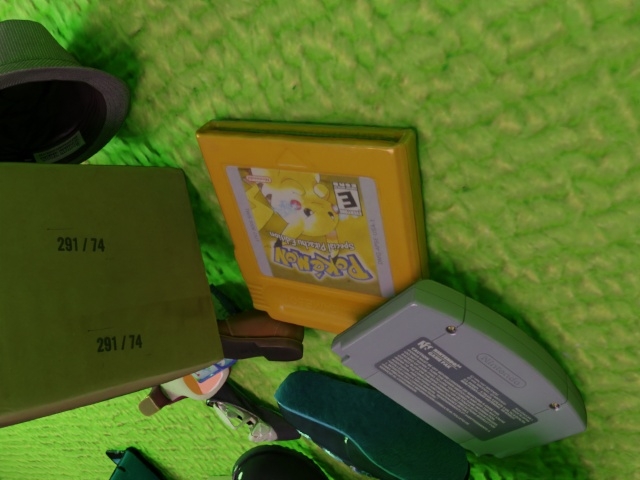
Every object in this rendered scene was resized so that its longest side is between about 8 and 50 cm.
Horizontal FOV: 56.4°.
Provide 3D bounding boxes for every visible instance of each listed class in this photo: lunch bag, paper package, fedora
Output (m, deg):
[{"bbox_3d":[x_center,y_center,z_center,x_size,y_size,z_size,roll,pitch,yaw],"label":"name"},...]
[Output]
[{"bbox_3d":[-0.190,0.155,1.017,0.151,0.096,0.129,-34,101,32],"label":"lunch bag"},{"bbox_3d":[-0.328,0.062,0.790,0.168,0.324,0.310,-18,82,41],"label":"paper package"},{"bbox_3d":[-0.388,-0.192,0.787,0.124,0.243,0.275,65,148,13],"label":"fedora"}]

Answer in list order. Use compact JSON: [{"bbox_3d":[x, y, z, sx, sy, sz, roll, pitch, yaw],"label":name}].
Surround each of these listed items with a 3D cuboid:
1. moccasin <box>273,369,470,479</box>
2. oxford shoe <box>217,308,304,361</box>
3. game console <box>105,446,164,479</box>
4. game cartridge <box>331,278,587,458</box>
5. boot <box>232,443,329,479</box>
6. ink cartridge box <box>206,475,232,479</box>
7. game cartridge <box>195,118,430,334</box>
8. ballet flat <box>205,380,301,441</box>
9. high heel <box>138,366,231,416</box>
[{"bbox_3d":[0.083,0.308,0.958,0.342,0.137,0.117,21,141,37],"label":"moccasin"},{"bbox_3d":[-0.128,0.143,0.947,0.212,0.076,0.076,3,147,5],"label":"oxford shoe"},{"bbox_3d":[-0.501,0.734,1.665,0.173,0.250,0.293,-35,105,19],"label":"game console"},{"bbox_3d":[0.185,0.173,0.768,0.297,0.062,0.198,37,128,-14],"label":"game cartridge"},{"bbox_3d":[0.027,0.552,1.006,0.367,0.146,0.445,39,176,-13],"label":"boot"},{"bbox_3d":[-0.248,0.666,1.385,0.193,0.235,0.088,-21,112,42],"label":"ink cartridge box"},{"bbox_3d":[0.000,0.000,0.784,0.285,0.053,0.324,8,129,28],"label":"game cartridge"},{"bbox_3d":[-0.136,0.347,1.158,0.203,0.074,0.074,31,137,6],"label":"ballet flat"},{"bbox_3d":[-0.250,0.272,1.186,0.244,0.117,0.082,-36,93,27],"label":"high heel"}]
